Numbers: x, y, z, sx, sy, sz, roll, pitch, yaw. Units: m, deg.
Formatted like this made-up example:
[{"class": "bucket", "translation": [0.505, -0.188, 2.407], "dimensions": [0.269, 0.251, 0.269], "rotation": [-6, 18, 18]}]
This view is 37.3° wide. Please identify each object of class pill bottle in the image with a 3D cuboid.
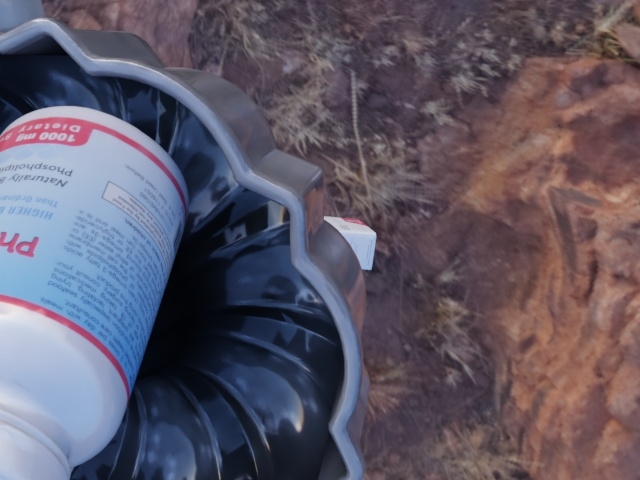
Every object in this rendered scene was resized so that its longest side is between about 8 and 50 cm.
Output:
[{"class": "pill bottle", "translation": [-0.108, 0.029, 0.360], "dimensions": [0.087, 0.160, 0.087], "rotation": [5, 136, 5]}]

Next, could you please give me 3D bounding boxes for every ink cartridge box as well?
[{"class": "ink cartridge box", "translation": [0.000, 0.000, 1.505], "dimensions": [0.151, 0.109, 0.063], "rotation": [4, 103, -13]}]

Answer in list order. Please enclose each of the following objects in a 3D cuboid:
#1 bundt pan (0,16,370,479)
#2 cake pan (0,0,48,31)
[{"class": "bundt pan", "translation": [-0.121, 0.043, 0.498], "dimensions": [0.331, 0.124, 0.330], "rotation": [6, 110, 16]}, {"class": "cake pan", "translation": [-0.583, -0.374, 1.523], "dimensions": [0.293, 0.293, 0.054], "rotation": [-1, 111, -8]}]
